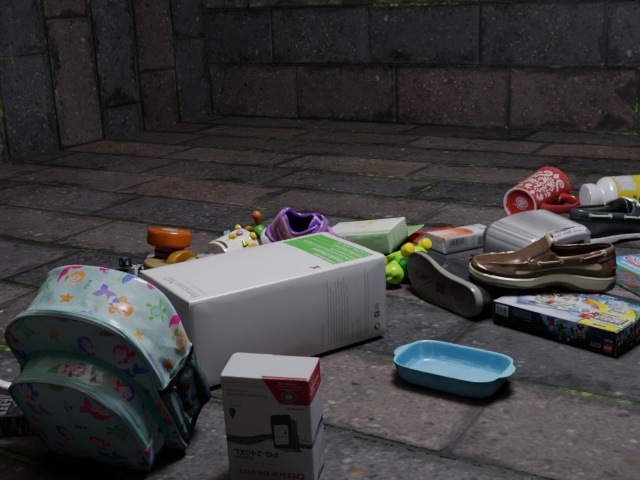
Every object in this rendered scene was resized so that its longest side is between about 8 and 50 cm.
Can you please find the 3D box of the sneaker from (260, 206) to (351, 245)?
[{"bbox_3d":[0.000,0.000,1.772,0.236,0.104,0.095,19,37,-5],"label":"sneaker"}]

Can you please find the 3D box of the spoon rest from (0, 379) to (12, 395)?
[{"bbox_3d":[-0.402,0.180,1.349,0.276,0.084,0.137,-10,-12,-38],"label":"spoon rest"}]

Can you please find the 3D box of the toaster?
[{"bbox_3d":[0.424,0.020,1.715,0.227,0.129,0.146,-11,20,-32],"label":"toaster"}]

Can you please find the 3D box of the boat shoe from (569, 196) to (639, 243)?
[{"bbox_3d":[0.690,-0.054,1.995,0.302,0.091,0.114,-13,20,-33],"label":"boat shoe"}]

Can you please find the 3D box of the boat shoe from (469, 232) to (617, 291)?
[{"bbox_3d":[0.396,0.029,1.546,0.257,0.095,0.095,2,20,2],"label":"boat shoe"}]

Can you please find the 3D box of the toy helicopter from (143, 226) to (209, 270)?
[{"bbox_3d":[-0.156,0.065,1.649,0.355,0.140,0.235,4,5,-26],"label":"toy helicopter"}]

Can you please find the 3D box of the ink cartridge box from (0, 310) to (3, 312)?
[{"bbox_3d":[-0.727,0.161,1.497,0.332,0.065,0.165,3,17,22],"label":"ink cartridge box"}]

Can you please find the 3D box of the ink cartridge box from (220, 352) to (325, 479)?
[{"bbox_3d":[-0.056,0.218,1.054,0.109,0.150,0.063,1,20,11],"label":"ink cartridge box"}]

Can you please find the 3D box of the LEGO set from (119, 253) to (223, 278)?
[{"bbox_3d":[-0.313,0.060,1.861,0.244,0.060,0.182,-1,6,-6],"label":"LEGO set"}]

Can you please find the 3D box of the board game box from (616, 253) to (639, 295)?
[{"bbox_3d":[0.685,0.063,1.671,0.210,0.047,0.160,-7,17,-15],"label":"board game box"}]

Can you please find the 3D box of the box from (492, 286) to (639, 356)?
[{"bbox_3d":[0.437,0.127,1.489,0.159,0.044,0.233,-16,21,-42],"label":"box"}]

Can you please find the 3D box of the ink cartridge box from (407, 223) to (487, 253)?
[{"bbox_3d":[0.297,-0.019,2.016,0.145,0.045,0.179,-10,20,-26],"label":"ink cartridge box"}]

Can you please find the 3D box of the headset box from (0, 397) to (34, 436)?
[{"bbox_3d":[-0.411,0.245,1.217,0.083,0.032,0.062,-3,17,-5],"label":"headset box"}]

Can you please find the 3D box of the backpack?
[{"bbox_3d":[-0.278,0.159,1.110,0.225,0.253,0.191,5,38,21],"label":"backpack"}]

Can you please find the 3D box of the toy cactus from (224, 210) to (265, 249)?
[{"bbox_3d":[-0.102,0.021,1.861,0.219,0.112,0.180,9,27,2],"label":"toy cactus"}]

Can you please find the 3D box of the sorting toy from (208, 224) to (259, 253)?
[{"bbox_3d":[-0.164,0.006,1.602,0.083,0.045,0.075,25,29,34],"label":"sorting toy"}]

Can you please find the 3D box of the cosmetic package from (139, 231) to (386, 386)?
[{"bbox_3d":[-0.090,0.107,1.438,0.365,0.155,0.197,-12,20,-34],"label":"cosmetic package"}]

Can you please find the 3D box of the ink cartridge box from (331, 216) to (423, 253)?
[{"bbox_3d":[0.121,-0.022,1.995,0.171,0.056,0.235,-4,16,27],"label":"ink cartridge box"}]

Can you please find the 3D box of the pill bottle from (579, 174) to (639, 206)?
[{"bbox_3d":[0.745,-0.109,2.159,0.184,0.103,0.103,-4,16,-6],"label":"pill bottle"}]

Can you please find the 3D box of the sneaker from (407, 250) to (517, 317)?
[{"bbox_3d":[0.264,0.079,1.639,0.118,0.083,0.222,-7,26,-31],"label":"sneaker"}]

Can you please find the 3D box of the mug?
[{"bbox_3d":[0.555,-0.114,2.182,0.150,0.113,0.169,-6,13,44],"label":"mug"}]

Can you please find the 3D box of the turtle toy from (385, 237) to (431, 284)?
[{"bbox_3d":[0.171,0.048,1.748,0.130,0.066,0.095,-15,-14,-38],"label":"turtle toy"}]

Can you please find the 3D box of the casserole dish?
[{"bbox_3d":[0.199,0.194,1.305,0.188,0.037,0.114,7,19,32],"label":"casserole dish"}]
